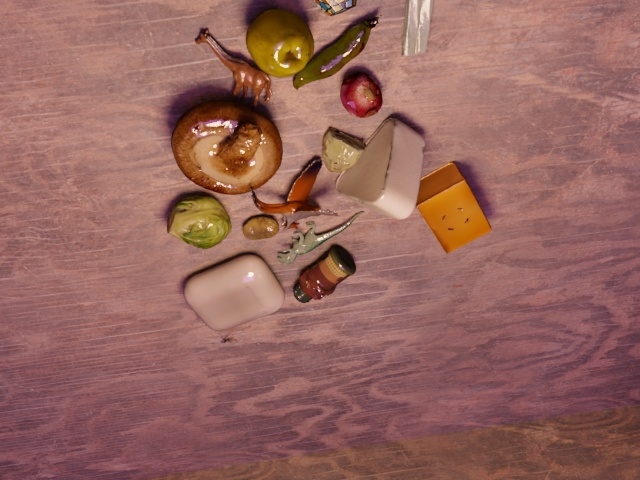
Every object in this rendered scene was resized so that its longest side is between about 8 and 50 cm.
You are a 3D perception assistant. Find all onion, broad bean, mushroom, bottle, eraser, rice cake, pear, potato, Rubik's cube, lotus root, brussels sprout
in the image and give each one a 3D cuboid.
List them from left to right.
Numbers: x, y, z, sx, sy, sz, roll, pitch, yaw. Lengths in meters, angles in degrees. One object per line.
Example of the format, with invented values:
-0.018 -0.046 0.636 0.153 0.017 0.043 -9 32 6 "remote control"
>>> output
-0.421 -0.059 2.025 0.223 0.161 0.223 4 149 2 "brussels sprout"
-0.289 -0.289 1.828 0.346 0.239 0.345 11 132 13 "mushroom"
-0.216 -0.046 2.114 0.138 0.070 0.091 -5 133 17 "potato"
-0.114 -0.560 1.639 0.198 0.198 0.198 -4 129 -5 "pear"
0.002 0.147 2.262 0.271 0.143 0.156 -40 124 23 "bottle"
0.044 -0.692 1.609 0.133 0.133 0.111 42 83 -33 "Rubik's cube"
0.053 -0.560 1.749 0.339 0.061 0.077 -36 118 18 "broad bean"
0.067 -0.287 1.946 0.143 0.070 0.144 18 126 -3 "lotus root"
0.112 -0.447 1.828 0.150 0.149 0.140 28 160 -27 "onion"
0.225 -0.246 1.934 0.150 0.331 0.331 24 121 -27 "eraser"
0.290 -0.659 1.720 0.085 0.040 0.226 -4 129 -7 "rice cake"

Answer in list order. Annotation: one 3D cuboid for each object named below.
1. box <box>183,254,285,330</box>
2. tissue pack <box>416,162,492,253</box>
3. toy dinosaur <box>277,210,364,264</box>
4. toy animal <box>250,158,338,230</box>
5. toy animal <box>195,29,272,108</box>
-0.334 0.209 2.259 0.349 0.141 0.288 -22 128 10 "box"
0.477 -0.120 2.121 0.195 0.145 0.274 -27 128 15 "tissue pack"
-0.024 -0.028 2.163 0.383 0.076 0.129 -29 134 19 "toy dinosaur"
-0.110 -0.102 1.990 0.285 0.224 0.302 -12 156 -17 "toy animal"
-0.258 -0.513 1.742 0.225 0.066 0.229 10 139 7 "toy animal"
